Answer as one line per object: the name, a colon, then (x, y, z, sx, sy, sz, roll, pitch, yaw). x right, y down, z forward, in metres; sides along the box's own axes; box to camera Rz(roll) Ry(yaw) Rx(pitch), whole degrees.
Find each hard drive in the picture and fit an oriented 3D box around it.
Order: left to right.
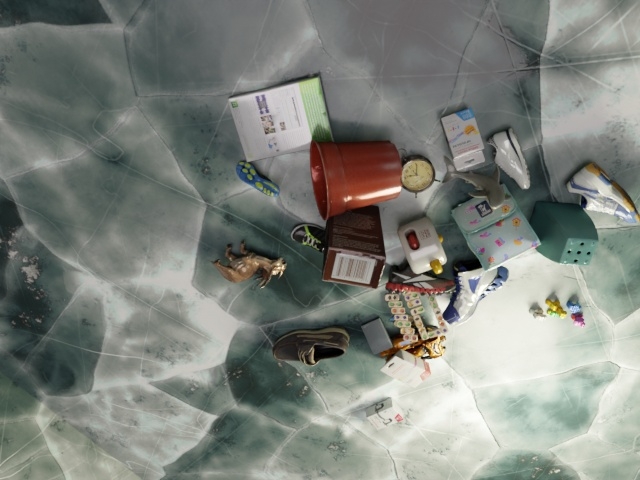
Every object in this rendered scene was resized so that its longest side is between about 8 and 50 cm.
hard drive: (0.245, 0.414, 2.004, 0.094, 0.022, 0.135, -27, 77, 16)

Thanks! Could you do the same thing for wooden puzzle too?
wooden puzzle: (0.363, 0.350, 2.010, 0.116, 0.014, 0.078, 32, 111, -14)

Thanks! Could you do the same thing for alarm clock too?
alarm clock: (0.331, -0.253, 1.653, 0.129, 0.064, 0.192, -34, 114, 19)

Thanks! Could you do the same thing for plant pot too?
plant pot: (0.120, -0.223, 1.570, 0.265, 0.272, 0.272, -10, 119, -9)
plant pot: (0.875, -0.015, 1.661, 0.165, 0.234, 0.165, 5, 118, 1)

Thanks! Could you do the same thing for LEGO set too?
LEGO set: (0.999, 0.303, 1.908, 0.227, 0.093, 0.087, 6, 119, 0)

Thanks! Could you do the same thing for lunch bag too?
lunch bag: (0.633, -0.051, 1.688, 0.223, 0.160, 0.262, -30, 86, 19)

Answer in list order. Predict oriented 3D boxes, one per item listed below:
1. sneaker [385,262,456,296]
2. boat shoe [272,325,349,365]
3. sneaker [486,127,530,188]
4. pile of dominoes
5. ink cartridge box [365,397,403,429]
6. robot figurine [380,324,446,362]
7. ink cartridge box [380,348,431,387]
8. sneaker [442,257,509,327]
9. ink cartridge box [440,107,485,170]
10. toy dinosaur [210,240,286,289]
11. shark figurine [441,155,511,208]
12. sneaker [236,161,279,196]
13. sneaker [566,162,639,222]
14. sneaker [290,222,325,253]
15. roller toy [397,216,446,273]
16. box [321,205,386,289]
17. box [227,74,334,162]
sneaker: (0.393, 0.149, 1.824, 0.276, 0.097, 0.135, 2, 88, 23)
boat shoe: (-0.049, 0.471, 2.028, 0.355, 0.130, 0.132, -16, 116, 11)
sneaker: (0.667, -0.277, 1.623, 0.095, 0.090, 0.235, -21, 113, 27)
pile of dominoes: (0.398, 0.306, 1.925, 0.196, 0.040, 0.251, -22, 96, 13)
ink cartridge box: (0.311, 0.845, 2.253, 0.150, 0.063, 0.109, -30, 113, 17)
robot figurine: (0.413, 0.478, 2.034, 0.291, 0.085, 0.211, -20, 121, 13)
ink cartridge box: (0.360, 0.543, 1.987, 0.198, 0.067, 0.115, 30, 119, -19)
sneaker: (0.576, 0.178, 1.854, 0.182, 0.127, 0.315, 36, 108, -12)
ink cartridge box: (0.483, -0.339, 1.560, 0.104, 0.061, 0.181, -18, 90, 12)
toy dinosaur: (-0.303, 0.118, 1.858, 0.295, 0.127, 0.200, -14, 124, 16)
shark figurine: (0.563, -0.216, 1.603, 0.166, 0.278, 0.116, -13, 129, -28)
sneaker: (-0.231, -0.217, 1.695, 0.188, 0.078, 0.067, 35, 86, -1)
sneaker: (1.015, -0.150, 1.668, 0.296, 0.112, 0.131, 38, 127, -11)
sneaker: (0.000, 0.000, 1.787, 0.234, 0.097, 0.084, 12, 118, -4)
roller toy: (0.384, 0.016, 1.721, 0.146, 0.209, 0.191, -22, 110, 13)
box: (0.111, -0.001, 1.621, 0.191, 0.381, 0.143, 10, 121, -2)
box: (-0.132, -0.414, 1.593, 0.322, 0.058, 0.232, -9, 118, 9)
